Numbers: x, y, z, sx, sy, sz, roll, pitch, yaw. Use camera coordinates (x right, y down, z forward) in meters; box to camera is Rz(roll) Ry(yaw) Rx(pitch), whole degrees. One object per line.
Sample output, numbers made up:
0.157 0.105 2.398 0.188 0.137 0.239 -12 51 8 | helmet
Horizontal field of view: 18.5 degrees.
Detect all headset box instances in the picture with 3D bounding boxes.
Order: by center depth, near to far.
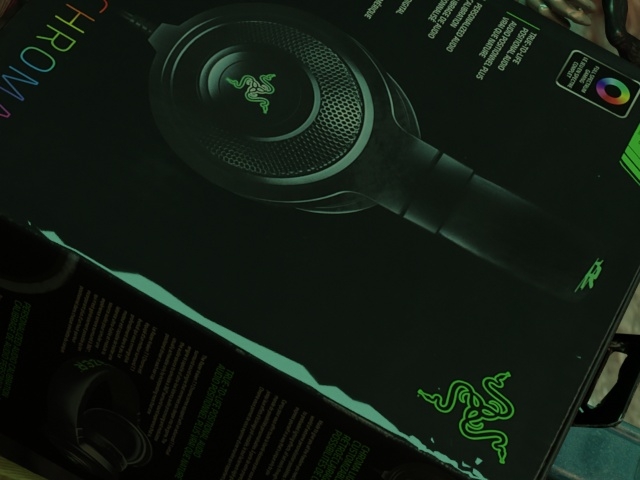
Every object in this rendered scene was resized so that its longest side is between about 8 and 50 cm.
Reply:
0.000 0.000 0.810 0.283 0.131 0.246 30 49 6 | headset box

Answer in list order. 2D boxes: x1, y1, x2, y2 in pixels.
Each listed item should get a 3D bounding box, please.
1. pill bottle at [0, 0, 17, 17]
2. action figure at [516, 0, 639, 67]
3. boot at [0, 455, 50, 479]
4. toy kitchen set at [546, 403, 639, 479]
-0.192 -0.128 0.724 0.169 0.169 0.301 53 45 -19 | pill bottle
0.186 -0.184 1.144 0.276 0.164 0.141 56 12 -27 | action figure
-0.208 0.062 0.589 0.295 0.211 0.104 32 73 -56 | boot
0.166 0.162 0.964 0.122 0.166 0.207 26 54 -5 | toy kitchen set
